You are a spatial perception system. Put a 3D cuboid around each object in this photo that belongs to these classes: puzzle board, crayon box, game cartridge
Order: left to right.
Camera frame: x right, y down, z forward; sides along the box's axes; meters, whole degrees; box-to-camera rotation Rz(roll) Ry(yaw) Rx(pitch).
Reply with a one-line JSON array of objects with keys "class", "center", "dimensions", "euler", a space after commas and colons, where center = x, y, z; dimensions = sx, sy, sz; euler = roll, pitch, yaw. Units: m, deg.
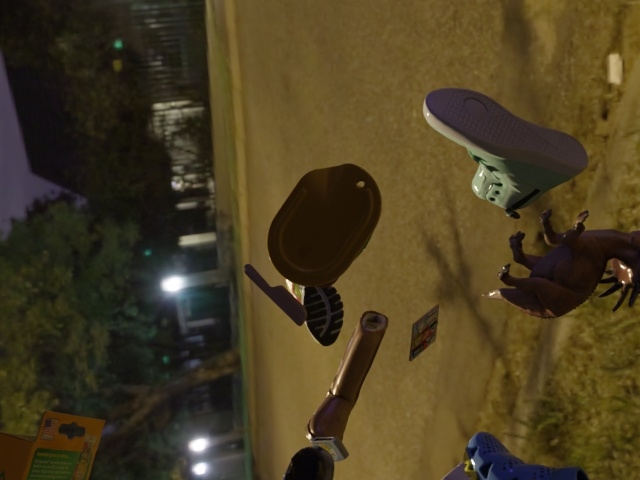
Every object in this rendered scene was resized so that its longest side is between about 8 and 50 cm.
[{"class": "crayon box", "center": [-0.504, 0.459, 1.407], "dimensions": [0.203, 0.083, 0.323], "euler": [47, -126, -66]}, {"class": "game cartridge", "center": [0.019, 0.434, 1.673], "dimensions": [0.083, 0.017, 0.056], "euler": [-17, 111, 46]}, {"class": "puzzle board", "center": [0.243, 0.213, 1.862], "dimensions": [0.011, 0.128, 0.097], "euler": [17, 116, 30]}]

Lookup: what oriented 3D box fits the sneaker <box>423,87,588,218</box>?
[{"class": "sneaker", "center": [0.229, -0.113, 1.130], "dimensions": [0.151, 0.255, 0.094], "euler": [-48, 29, 49]}]

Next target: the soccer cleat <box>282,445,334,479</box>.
[{"class": "soccer cleat", "center": [-0.053, 0.505, 1.427], "dimensions": [0.289, 0.093, 0.121], "euler": [-63, -26, -8]}]

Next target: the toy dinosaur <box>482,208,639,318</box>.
[{"class": "toy dinosaur", "center": [0.413, 0.060, 1.315], "dimensions": [0.200, 0.295, 0.127], "euler": [45, -157, -12]}]

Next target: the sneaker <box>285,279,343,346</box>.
[{"class": "sneaker", "center": [-0.017, 0.106, 1.555], "dimensions": [0.094, 0.081, 0.209], "euler": [127, 127, -66]}]

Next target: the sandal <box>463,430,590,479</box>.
[{"class": "sandal", "center": [0.342, 0.380, 1.168], "dimensions": [0.317, 0.126, 0.138], "euler": [40, 109, 40]}]

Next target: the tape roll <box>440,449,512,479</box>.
[{"class": "tape roll", "center": [0.369, 0.620, 1.899], "dimensions": [0.100, 0.286, 0.286], "euler": [49, 149, 39]}]

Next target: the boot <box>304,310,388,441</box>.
[{"class": "boot", "center": [0.061, 0.312, 1.819], "dimensions": [0.236, 0.089, 0.270], "euler": [-57, -11, -72]}]

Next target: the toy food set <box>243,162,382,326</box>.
[{"class": "toy food set", "center": [0.000, 0.000, 1.089], "dimensions": [0.128, 0.218, 0.071], "euler": [34, 176, 20]}]
